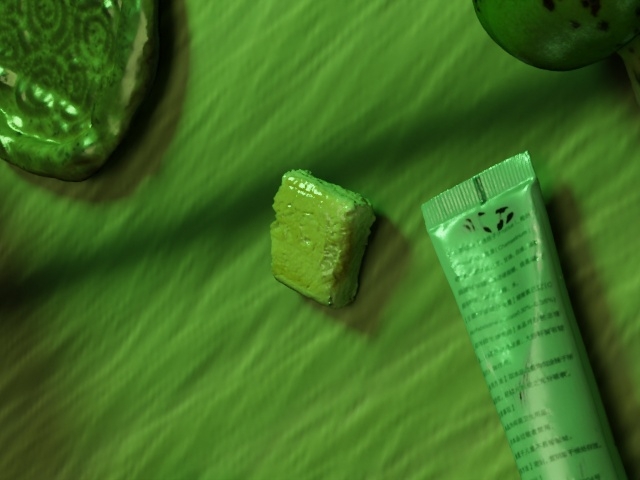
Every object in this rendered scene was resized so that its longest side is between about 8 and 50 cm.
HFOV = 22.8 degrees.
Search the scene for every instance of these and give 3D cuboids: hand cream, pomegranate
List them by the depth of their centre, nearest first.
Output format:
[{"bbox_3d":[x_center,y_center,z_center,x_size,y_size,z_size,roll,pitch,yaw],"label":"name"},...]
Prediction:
[{"bbox_3d":[0.156,-0.139,0.894,0.122,0.122,0.161,-34,109,33],"label":"pomegranate"},{"bbox_3d":[0.138,0.114,0.933,0.085,0.058,0.331,-28,74,36],"label":"hand cream"}]

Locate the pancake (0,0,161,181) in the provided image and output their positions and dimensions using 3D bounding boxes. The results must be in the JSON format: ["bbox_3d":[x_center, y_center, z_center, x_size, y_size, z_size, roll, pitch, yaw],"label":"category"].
[{"bbox_3d":[-0.207,-0.170,1.211,0.250,0.031,0.250,0,90,38],"label":"pancake"}]

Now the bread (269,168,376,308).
[{"bbox_3d":[0.000,0.000,1.054,0.070,0.035,0.083,22,111,36],"label":"bread"}]
